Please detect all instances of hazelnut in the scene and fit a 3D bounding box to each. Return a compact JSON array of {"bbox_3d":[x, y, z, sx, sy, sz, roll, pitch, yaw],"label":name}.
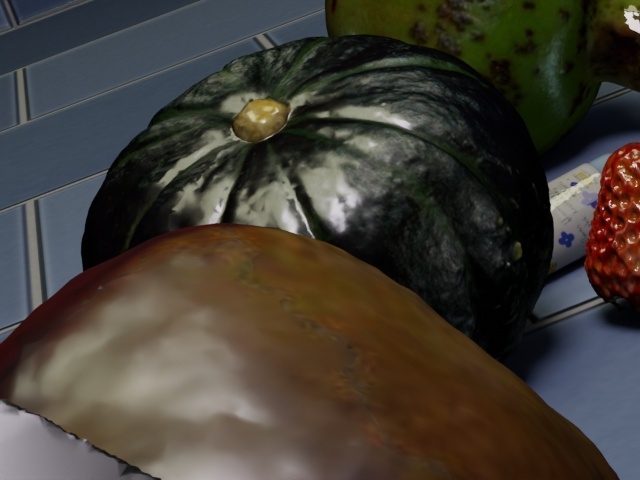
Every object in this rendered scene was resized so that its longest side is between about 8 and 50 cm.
[{"bbox_3d":[-0.024,0.119,0.520,0.229,0.229,0.229,-18,17,6],"label":"hazelnut"}]

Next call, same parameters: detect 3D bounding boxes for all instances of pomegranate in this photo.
[{"bbox_3d":[0.122,-0.140,1.155,0.263,0.211,0.211,14,31,22],"label":"pomegranate"}]

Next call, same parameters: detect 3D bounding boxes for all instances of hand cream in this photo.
[{"bbox_3d":[0.111,-0.002,0.982,0.171,0.043,0.065,-26,33,-13],"label":"hand cream"}]

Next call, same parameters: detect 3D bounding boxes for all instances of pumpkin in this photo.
[{"bbox_3d":[0.000,0.000,0.880,0.220,0.162,0.220,-17,36,13],"label":"pumpkin"}]

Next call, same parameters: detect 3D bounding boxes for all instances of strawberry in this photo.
[{"bbox_3d":[0.159,-0.006,0.884,0.073,0.083,0.073,-5,10,1],"label":"strawberry"}]

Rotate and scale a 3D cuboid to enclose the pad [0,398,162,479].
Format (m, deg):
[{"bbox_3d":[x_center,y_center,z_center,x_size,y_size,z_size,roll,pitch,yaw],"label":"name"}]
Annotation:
[{"bbox_3d":[0.004,0.145,0.369,0.265,0.009,0.159,27,52,9],"label":"pad"}]
